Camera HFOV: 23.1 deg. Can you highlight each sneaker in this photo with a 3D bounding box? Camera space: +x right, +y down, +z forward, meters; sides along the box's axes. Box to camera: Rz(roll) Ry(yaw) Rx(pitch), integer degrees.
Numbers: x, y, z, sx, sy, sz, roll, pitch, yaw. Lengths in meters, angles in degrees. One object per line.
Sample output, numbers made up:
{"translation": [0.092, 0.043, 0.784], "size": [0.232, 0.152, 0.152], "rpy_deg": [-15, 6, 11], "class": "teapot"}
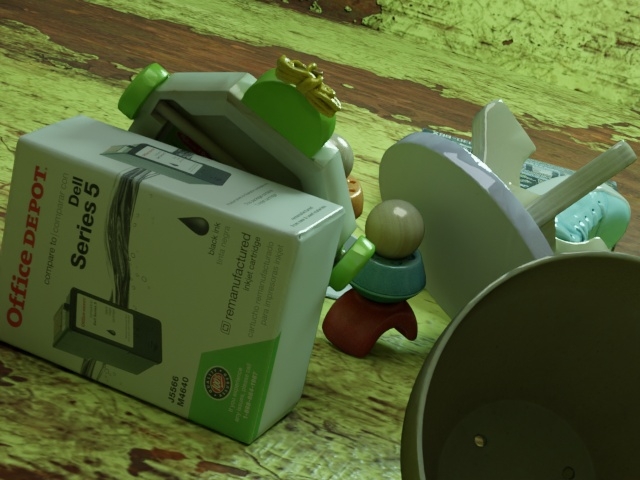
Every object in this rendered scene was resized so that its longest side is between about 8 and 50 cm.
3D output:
{"translation": [0.280, 0.016, 1.926], "size": [0.366, 0.135, 0.150], "rpy_deg": [-12, 37, -39], "class": "sneaker"}

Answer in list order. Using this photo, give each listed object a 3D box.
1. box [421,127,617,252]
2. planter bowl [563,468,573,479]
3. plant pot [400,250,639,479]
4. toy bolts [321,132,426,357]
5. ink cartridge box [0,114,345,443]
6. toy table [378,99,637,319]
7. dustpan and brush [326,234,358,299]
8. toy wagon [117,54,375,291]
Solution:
{"translation": [0.271, -0.066, 2.243], "size": [0.307, 0.076, 0.242], "rpy_deg": [16, 16, 3], "class": "box"}
{"translation": [0.233, 0.172, 1.342], "size": [0.162, 0.162, 0.109], "rpy_deg": [14, 44, -3], "class": "planter bowl"}
{"translation": [0.177, 0.167, 1.155], "size": [0.284, 0.284, 0.191], "rpy_deg": [11, -17, -12], "class": "plant pot"}
{"translation": [0.000, 0.001, 1.606], "size": [0.228, 0.158, 0.218], "rpy_deg": [34, 35, 32], "class": "toy bolts"}
{"translation": [-0.139, 0.029, 1.373], "size": [0.273, 0.198, 0.115], "rpy_deg": [19, 21, 17], "class": "ink cartridge box"}
{"translation": [0.204, -0.017, 1.645], "size": [0.161, 0.274, 0.252], "rpy_deg": [-33, 7, -36], "class": "toy table"}
{"translation": [0.000, 0.000, 1.825], "size": [0.147, 0.060, 0.211], "rpy_deg": [14, 17, -1], "class": "dustpan and brush"}
{"translation": [-0.073, -0.049, 1.435], "size": [0.267, 0.344, 0.068], "rpy_deg": [40, 41, 0], "class": "toy wagon"}
